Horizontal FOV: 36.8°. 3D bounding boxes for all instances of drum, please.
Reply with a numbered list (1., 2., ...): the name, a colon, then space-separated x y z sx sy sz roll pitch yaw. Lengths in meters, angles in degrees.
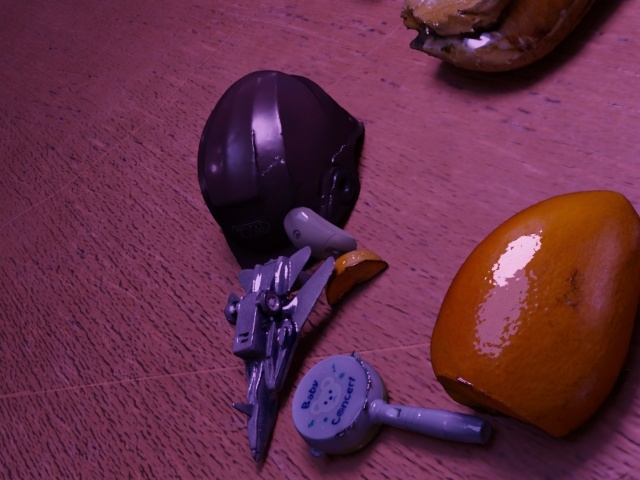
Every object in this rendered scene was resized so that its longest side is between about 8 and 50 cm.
1. drum: 0.063 0.208 1.069 0.253 0.049 0.130 22 75 49

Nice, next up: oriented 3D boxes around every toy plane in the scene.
1. toy plane: -0.077 0.142 1.219 0.212 0.088 0.267 -20 47 42

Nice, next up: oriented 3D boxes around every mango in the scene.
1. mango: 0.226 0.057 0.974 0.187 0.138 0.257 17 77 35

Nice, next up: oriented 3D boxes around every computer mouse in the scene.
1. computer mouse: 0.000 0.000 1.261 0.056 0.110 0.032 -60 2 39

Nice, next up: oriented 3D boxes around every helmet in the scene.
1. helmet: -0.074 -0.112 1.358 0.224 0.177 0.305 -14 49 33

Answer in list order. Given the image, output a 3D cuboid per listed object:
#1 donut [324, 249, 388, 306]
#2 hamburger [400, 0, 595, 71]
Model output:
1. donut: 0.039 0.045 1.240 0.083 0.067 0.038 -65 37 33
2. hamburger: 0.264 -0.339 1.259 0.309 0.132 0.211 -46 40 4
